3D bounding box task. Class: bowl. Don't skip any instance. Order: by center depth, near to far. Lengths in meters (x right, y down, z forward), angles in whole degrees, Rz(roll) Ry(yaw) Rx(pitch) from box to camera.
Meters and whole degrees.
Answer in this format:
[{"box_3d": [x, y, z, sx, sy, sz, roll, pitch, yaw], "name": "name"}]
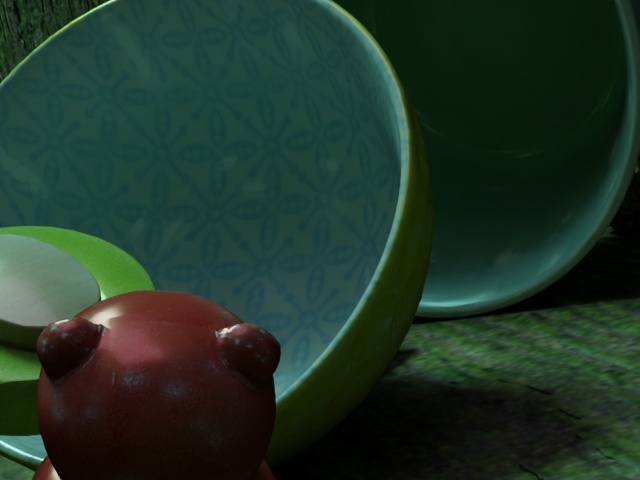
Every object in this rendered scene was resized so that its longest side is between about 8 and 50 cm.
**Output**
[{"box_3d": [-0.055, 0.016, 1.009, 0.289, 0.289, 0.156, -11, -31, 22], "name": "bowl"}, {"box_3d": [0.085, -0.123, 1.182, 0.311, 0.312, 0.163, -8, 14, 34], "name": "bowl"}]

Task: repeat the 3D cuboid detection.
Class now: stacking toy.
[{"box_3d": [-0.175, 0.046, 0.777, 0.309, 0.130, 0.279, -5, 36, -14], "name": "stacking toy"}]

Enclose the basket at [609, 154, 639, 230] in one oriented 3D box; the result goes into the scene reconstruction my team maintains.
[{"box_3d": [0.245, -0.189, 1.227, 0.223, 0.299, 0.213, -12, -27, 12], "name": "basket"}]
